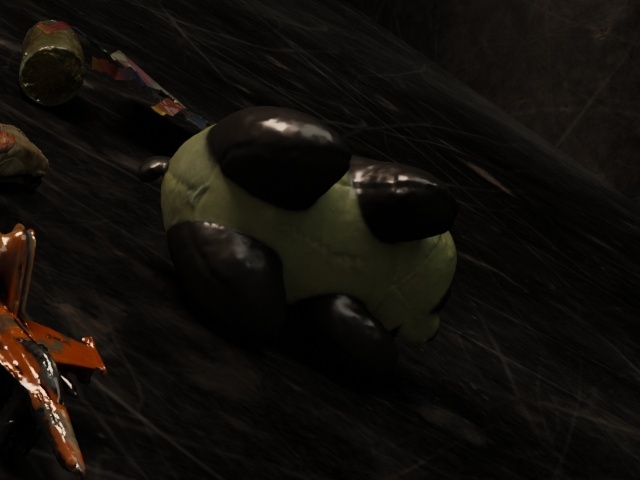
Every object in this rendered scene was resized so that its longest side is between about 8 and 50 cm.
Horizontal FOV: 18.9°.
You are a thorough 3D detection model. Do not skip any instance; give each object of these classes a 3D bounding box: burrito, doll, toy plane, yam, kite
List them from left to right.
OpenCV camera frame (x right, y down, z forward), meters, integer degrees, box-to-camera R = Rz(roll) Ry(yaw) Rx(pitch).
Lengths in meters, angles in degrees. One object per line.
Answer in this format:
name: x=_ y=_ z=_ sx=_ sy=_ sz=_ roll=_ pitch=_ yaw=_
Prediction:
burrito: x=-0.216 y=-0.056 z=1.183 sx=0.051 sy=0.042 sz=0.171 roll=22 pitch=7 yaw=12
toy plane: x=-0.142 y=0.056 z=0.856 sx=0.135 sy=0.062 sz=0.188 roll=22 pitch=27 yaw=-37
yam: x=-0.217 y=-0.145 z=1.555 sx=0.054 sy=0.054 sz=0.132 roll=27 pitch=10 yaw=-15
kite: x=-0.120 y=-0.111 z=1.563 sx=0.204 sy=0.022 sz=0.360 roll=40 pitch=3 yaw=9
doll: x=-0.001 y=-0.002 z=1.257 sx=0.234 sy=0.144 sz=0.135 roll=23 pitch=7 yaw=-31

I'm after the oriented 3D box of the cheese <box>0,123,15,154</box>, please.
cheese: x=-0.312 y=-0.128 z=1.023 sx=0.329 sy=0.129 sz=0.217 roll=31 pitch=10 yaw=4
